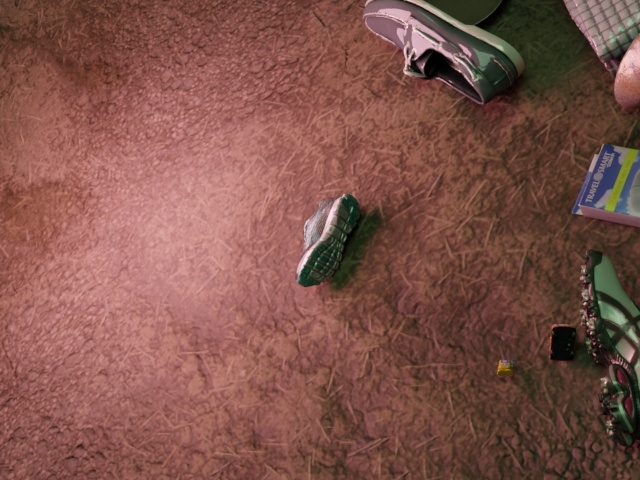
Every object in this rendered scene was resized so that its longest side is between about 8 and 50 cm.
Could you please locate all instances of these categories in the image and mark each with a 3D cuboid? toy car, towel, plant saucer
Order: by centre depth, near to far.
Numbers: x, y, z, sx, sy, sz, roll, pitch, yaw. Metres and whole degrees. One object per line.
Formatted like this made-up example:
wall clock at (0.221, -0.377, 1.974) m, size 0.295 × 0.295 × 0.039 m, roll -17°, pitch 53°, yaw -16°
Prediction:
toy car at (0.297, 0.144, 1.629) m, size 0.122 × 0.060 × 0.040 m, roll -14°, pitch 25°, yaw 14°
towel at (0.486, -0.409, 1.789) m, size 0.235 × 0.121 × 0.283 m, roll -32°, pitch 52°, yaw 21°
plant saucer at (0.242, -0.416, 1.996) m, size 0.168 × 0.029 × 0.168 m, roll -14°, pitch 58°, yaw 23°

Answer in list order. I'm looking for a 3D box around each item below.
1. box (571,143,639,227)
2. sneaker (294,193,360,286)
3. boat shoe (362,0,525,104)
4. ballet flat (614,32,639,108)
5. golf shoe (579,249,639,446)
box at (0.452, -0.074, 1.673) m, size 0.178 × 0.042 × 0.109 m, roll 14°, pitch 71°, yaw 34°
sneaker at (0.000, 0.000, 1.883) m, size 0.076 × 0.065 × 0.166 m, roll 9°, pitch 64°, yaw 50°
boat shoe at (0.178, -0.313, 1.919) m, size 0.319 × 0.116 × 0.099 m, roll 30°, pitch 76°, yaw 33°
ballet flat at (0.519, -0.288, 1.634) m, size 0.106 × 0.107 × 0.316 m, roll -98°, pitch 30°, yaw -48°
golf shoe at (0.413, 0.135, 1.555) m, size 0.120 × 0.105 × 0.273 m, roll -11°, pitch 63°, yaw 5°
